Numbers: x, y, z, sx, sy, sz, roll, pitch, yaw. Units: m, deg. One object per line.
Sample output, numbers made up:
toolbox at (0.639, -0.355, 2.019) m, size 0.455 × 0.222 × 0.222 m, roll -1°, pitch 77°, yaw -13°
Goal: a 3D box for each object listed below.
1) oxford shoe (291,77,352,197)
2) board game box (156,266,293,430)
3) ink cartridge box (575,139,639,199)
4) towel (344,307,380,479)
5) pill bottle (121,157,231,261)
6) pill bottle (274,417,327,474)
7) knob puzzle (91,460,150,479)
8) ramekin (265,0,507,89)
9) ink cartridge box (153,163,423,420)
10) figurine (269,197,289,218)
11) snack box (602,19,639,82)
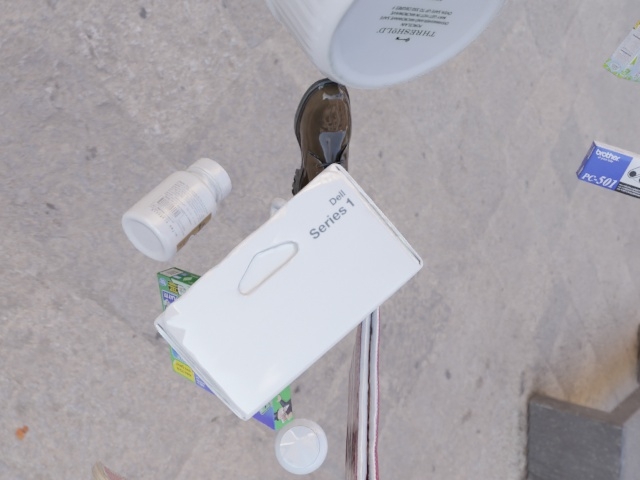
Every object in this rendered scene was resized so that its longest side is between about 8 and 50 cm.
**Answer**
oxford shoe at (0.013, -0.110, 0.776) m, size 0.083 × 0.096 × 0.227 m, roll -13°, pitch 137°, yaw -14°
board game box at (-0.178, 0.181, 1.023) m, size 0.046 × 0.317 × 0.213 m, roll -19°, pitch 112°, yaw -42°
ink cartridge box at (0.764, -0.170, 1.430) m, size 0.046 × 0.207 × 0.097 m, roll -64°, pitch 172°, yaw -58°
towel at (0.055, 0.237, 0.729) m, size 0.329 × 0.037 × 0.237 m, roll 89°, pitch 3°, yaw -64°
pill bottle at (-0.300, -0.073, 1.228) m, size 0.229 × 0.131 × 0.131 m, roll -51°, pitch 124°, yaw -36°
pill bottle at (-0.037, 0.405, 1.129) m, size 0.184 × 0.103 × 0.103 m, roll 88°, pitch 23°, yaw -71°
knob puzzle at (-0.165, 0.289, 0.601) m, size 0.030 × 0.213 × 0.213 m, roll -48°, pitch 123°, yaw -24°
ramekin at (0.080, -0.277, 0.602) m, size 0.273 × 0.273 × 0.127 m, roll -5°, pitch 65°, yaw -43°
ink cartridge box at (-0.023, 0.042, 0.590) m, size 0.201 × 0.278 × 0.117 m, roll -41°, pitch 89°, yaw 1°
figurine at (0.000, 0.000, 1.135) m, size 0.209 × 0.215 × 0.092 m, roll 5°, pitch 63°, yaw -4°
snack box at (0.522, -0.308, 0.919) m, size 0.141 × 0.037 × 0.100 m, roll -11°, pitch 143°, yaw -47°
